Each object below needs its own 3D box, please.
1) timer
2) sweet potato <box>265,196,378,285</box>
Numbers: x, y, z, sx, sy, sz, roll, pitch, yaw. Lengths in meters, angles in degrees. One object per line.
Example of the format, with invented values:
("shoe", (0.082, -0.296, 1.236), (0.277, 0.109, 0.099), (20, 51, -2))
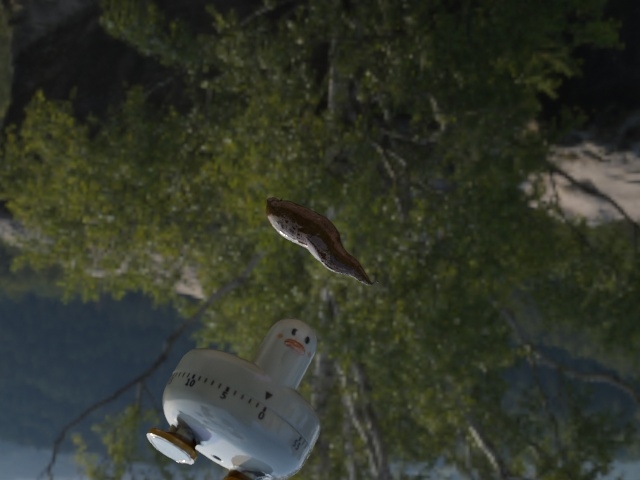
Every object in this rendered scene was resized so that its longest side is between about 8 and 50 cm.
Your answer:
("timer", (-0.103, 0.231, 1.409), (0.233, 0.240, 0.233), (24, 155, 12))
("sweet potato", (0.000, 0.000, 1.280), (0.195, 0.056, 0.056), (40, 180, 21))
